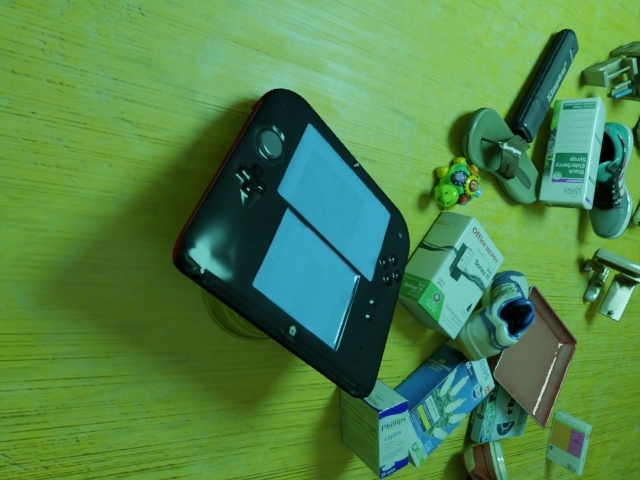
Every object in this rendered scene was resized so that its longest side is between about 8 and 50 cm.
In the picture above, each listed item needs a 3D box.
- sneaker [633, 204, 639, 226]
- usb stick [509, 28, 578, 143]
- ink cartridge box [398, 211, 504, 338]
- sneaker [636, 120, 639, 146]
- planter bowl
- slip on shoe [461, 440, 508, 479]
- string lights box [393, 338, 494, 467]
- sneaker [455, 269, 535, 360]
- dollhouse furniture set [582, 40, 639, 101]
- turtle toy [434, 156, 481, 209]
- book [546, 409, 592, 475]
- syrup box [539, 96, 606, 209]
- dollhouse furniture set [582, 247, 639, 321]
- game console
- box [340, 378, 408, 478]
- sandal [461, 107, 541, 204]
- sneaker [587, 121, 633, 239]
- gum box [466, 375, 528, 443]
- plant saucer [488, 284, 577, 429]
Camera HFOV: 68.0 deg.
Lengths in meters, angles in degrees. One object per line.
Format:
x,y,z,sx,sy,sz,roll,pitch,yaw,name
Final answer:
0.975,-0.112,1.402,0.191,0.071,0.083,-39,112,-29,sneaker
0.496,-0.340,1.047,0.077,0.045,0.278,38,77,-35,usb stick
0.260,0.068,0.961,0.153,0.087,0.208,43,76,-32,ink cartridge box
0.966,-0.383,1.309,0.115,0.105,0.281,30,84,-34,sneaker
-0.068,0.070,0.749,0.217,0.090,0.217,-7,104,-31,planter bowl
0.413,0.613,1.175,0.101,0.123,0.331,-11,124,14,slip on shoe
0.249,0.335,1.016,0.260,0.077,0.133,-35,115,-22,string lights box
0.406,0.149,1.006,0.112,0.131,0.296,54,47,-3,sneaker
0.744,-0.394,1.172,0.184,0.129,0.129,-24,115,0,dollhouse furniture set
0.272,-0.106,0.944,0.130,0.066,0.095,-28,114,-25,turtle toy
0.705,0.574,1.349,0.035,0.096,0.144,5,98,-34,book
0.574,-0.193,1.079,0.096,0.093,0.236,12,88,-51,syrup box
0.773,0.121,1.269,0.123,0.144,0.151,-60,160,-7,dollhouse furniture set
0.000,0.000,0.710,0.386,0.060,0.342,44,47,-31,game console
0.100,0.342,0.892,0.072,0.126,0.137,-11,106,-29,box
0.405,-0.178,1.002,0.303,0.086,0.120,30,84,-34,sandal
0.688,-0.147,1.166,0.178,0.124,0.295,-3,94,-37,sneaker
0.455,0.415,1.188,0.184,0.041,0.157,9,95,-33,gum box
0.517,0.283,1.164,0.259,0.048,0.258,45,65,-25,plant saucer
